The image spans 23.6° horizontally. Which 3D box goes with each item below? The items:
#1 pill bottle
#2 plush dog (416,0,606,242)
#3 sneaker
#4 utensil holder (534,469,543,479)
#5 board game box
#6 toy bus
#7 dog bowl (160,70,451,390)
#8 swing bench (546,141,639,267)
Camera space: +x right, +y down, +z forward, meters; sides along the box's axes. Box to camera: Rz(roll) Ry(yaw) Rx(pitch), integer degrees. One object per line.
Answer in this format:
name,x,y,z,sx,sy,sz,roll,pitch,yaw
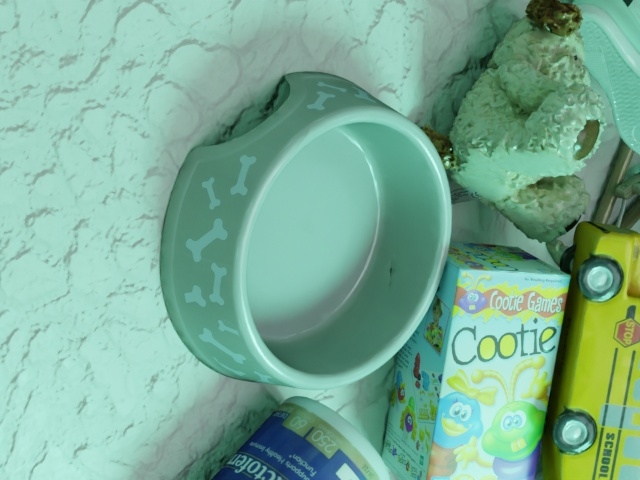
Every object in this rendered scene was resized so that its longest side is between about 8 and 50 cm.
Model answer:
pill bottle,-0.061,0.306,1.636,0.264,0.153,0.153,-46,130,-22
plush dog,0.236,-0.158,1.767,0.262,0.211,0.225,83,30,-60
sneaker,0.402,-0.219,1.884,0.256,0.094,0.151,53,47,-21
utensil holder,0.338,0.437,1.934,0.385,0.328,0.327,-23,118,-33
board game box,0.177,0.152,1.782,0.142,0.144,0.275,4,102,-19
toy bus,0.330,0.151,1.763,0.130,0.108,0.332,8,97,-4
dog bowl,0.000,0.000,1.626,0.349,0.102,0.348,-15,113,-38
swing bench,0.473,-0.018,1.949,0.254,0.253,0.165,-56,133,-12
